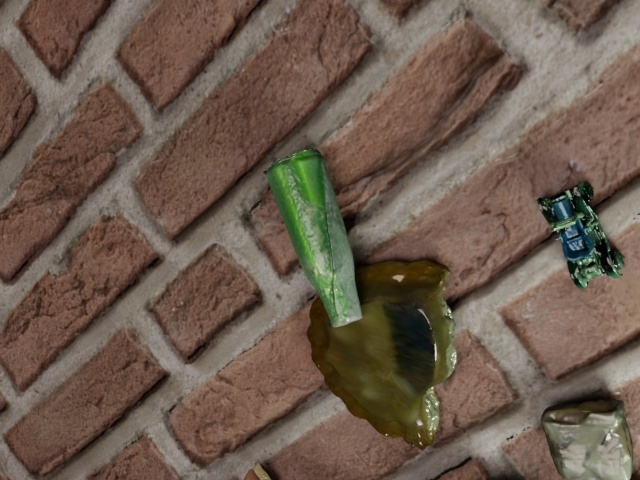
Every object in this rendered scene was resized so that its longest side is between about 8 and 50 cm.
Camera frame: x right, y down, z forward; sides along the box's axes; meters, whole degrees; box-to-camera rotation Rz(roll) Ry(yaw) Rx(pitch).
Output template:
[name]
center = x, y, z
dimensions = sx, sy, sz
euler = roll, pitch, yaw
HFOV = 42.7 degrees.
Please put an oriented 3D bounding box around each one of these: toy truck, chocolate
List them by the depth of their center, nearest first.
[toy truck]
center = 0.379, -0.003, 1.200
dimensions = 0.080, 0.078, 0.154
euler = -23, 94, 33
[chocolate]
center = 0.000, 0.000, 1.364
dimensions = 0.110, 0.110, 0.291
euler = -22, 84, 32

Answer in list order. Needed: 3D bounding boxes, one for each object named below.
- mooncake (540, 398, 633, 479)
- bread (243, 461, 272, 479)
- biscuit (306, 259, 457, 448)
[mooncake]
center = 0.417, 0.308, 1.279
dimensions = 0.130, 0.073, 0.125
euler = -8, 98, 28
[bread]
center = -0.111, 0.545, 1.643
dimensions = 0.119, 0.067, 0.192
euler = -34, 89, 24
[biscuit]
center = 0.127, 0.199, 1.403
dimensions = 0.329, 0.078, 0.335
euler = -28, 89, 36
